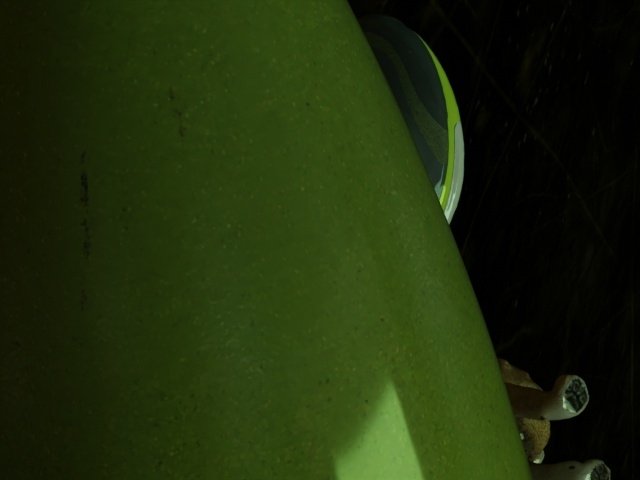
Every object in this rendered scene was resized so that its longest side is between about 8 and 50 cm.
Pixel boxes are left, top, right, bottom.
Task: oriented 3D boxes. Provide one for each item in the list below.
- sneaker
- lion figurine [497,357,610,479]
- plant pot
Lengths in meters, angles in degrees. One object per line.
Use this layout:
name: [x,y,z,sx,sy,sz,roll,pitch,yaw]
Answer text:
sneaker: [0.000,0.000,0.938,0.121,0.111,0.300,39,61,-57]
lion figurine: [0.074,0.208,1.280,0.392,0.240,0.142,-31,105,-39]
plant pot: [-0.059,-0.001,0.702,0.275,0.274,0.293,-32,116,-59]
